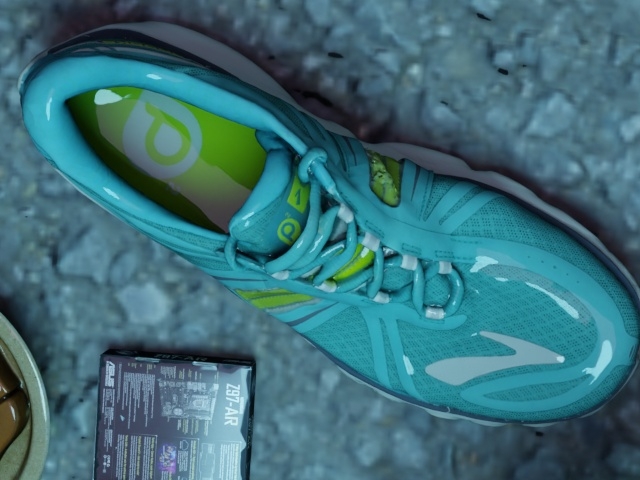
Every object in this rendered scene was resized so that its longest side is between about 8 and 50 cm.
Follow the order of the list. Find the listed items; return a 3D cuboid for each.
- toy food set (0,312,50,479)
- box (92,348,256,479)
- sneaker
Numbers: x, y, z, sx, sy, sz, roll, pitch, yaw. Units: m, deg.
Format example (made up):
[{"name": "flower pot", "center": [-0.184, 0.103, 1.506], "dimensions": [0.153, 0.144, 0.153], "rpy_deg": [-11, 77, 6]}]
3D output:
[{"name": "toy food set", "center": [-0.177, 0.076, 0.846], "dimensions": [0.132, 0.038, 0.192], "rpy_deg": [-37, 91, 22]}, {"name": "box", "center": [-0.064, 0.091, 0.859], "dimensions": [0.067, 0.018, 0.083], "rpy_deg": [3, 95, 5]}, {"name": "sneaker", "center": [0.000, 0.000, 0.801], "dimensions": [0.275, 0.110, 0.107], "rpy_deg": [25, 96, 2]}]
